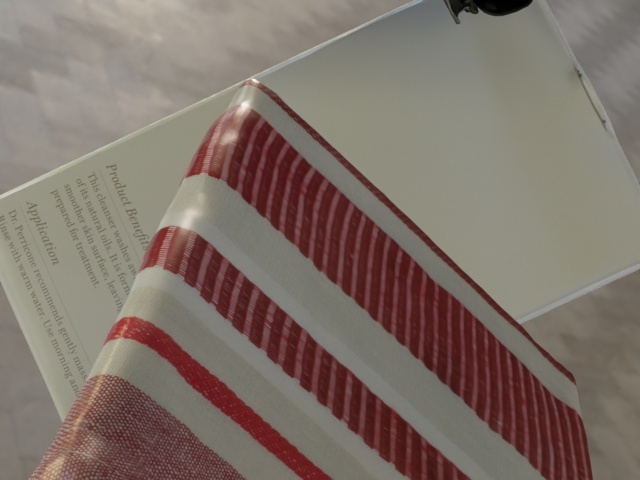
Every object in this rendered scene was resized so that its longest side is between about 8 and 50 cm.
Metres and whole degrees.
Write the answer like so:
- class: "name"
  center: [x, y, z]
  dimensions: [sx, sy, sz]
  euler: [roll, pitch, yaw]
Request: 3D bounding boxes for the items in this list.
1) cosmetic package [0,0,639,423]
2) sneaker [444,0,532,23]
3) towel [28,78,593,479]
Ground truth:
- class: "cosmetic package"
  center: [0.000, 0.000, 0.927]
  dimensions: [0.156, 0.385, 0.217]
  euler: [89, -23, -84]
- class: "sneaker"
  center: [0.084, -0.156, 0.771]
  dimensions: [0.089, 0.051, 0.170]
  euler: [62, 18, 6]
- class: "towel"
  center: [0.021, 0.077, 0.550]
  dimensions: [0.237, 0.037, 0.329]
  euler: [44, 24, -14]
